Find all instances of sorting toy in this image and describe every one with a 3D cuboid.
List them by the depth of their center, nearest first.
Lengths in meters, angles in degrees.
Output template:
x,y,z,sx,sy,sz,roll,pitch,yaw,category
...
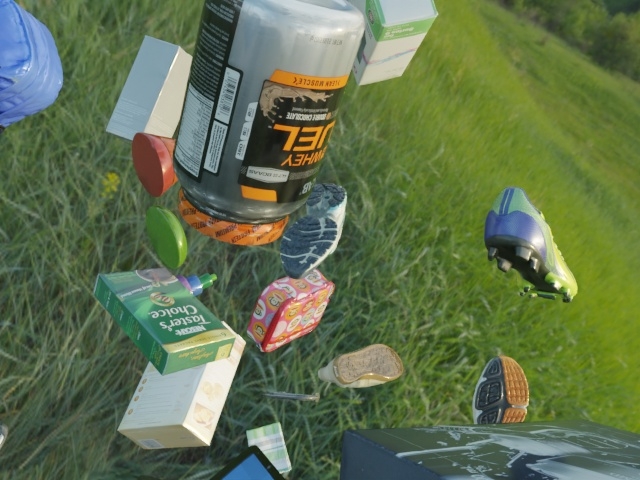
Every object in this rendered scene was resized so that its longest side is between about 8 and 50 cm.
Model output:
x,y,z,sx,sy,sz,roll,pitch,yaw,category
-0.259,-0.045,1.248,0.126,0.365,0.127,-24,33,-34,sorting toy

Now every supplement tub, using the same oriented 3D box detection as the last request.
x,y,z,sx,sy,sz,roll,pitch,yaw,category
-0.083,-0.176,0.883,0.207,0.337,0.207,14,30,-8,supplement tub

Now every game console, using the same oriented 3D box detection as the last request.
x,y,z,sx,sy,sz,roll,pitch,yaw,category
-0.242,0.543,1.420,0.250,0.293,0.173,25,83,-23,game console

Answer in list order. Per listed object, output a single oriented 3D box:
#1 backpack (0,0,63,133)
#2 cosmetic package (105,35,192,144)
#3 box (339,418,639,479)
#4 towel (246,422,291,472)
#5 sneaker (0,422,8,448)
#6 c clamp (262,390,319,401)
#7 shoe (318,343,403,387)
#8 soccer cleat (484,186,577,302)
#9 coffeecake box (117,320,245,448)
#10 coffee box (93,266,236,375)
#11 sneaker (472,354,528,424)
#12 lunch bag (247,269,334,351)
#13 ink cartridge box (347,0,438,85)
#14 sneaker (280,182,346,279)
x,y,z,sx,sy,sz,roll,pitch,yaw,category
-0.278,-0.139,0.519,0.120,0.101,0.097,-18,84,1,backpack
-0.377,-0.327,1.472,0.107,0.237,0.127,19,-5,15,cosmetic package
0.225,0.262,0.488,0.313,0.343,0.178,5,86,-28,box
-0.161,0.651,1.996,0.113,0.023,0.151,-11,78,-16,towel
-0.742,0.432,1.270,0.132,0.086,0.228,48,65,-21,sneaker
-0.067,0.378,1.574,0.137,0.161,0.022,20,70,-49,c clamp
0.082,0.247,1.257,0.219,0.058,0.076,7,59,-48,shoe
0.331,0.014,0.981,0.289,0.094,0.121,34,64,-49,soccer cleat
-0.218,0.231,1.032,0.068,0.142,0.185,51,39,-34,coffeecake box
-0.212,0.102,0.876,0.113,0.040,0.184,-5,34,-47,coffee box
0.313,0.341,1.193,0.099,0.121,0.262,7,87,-3,sneaker
-0.102,0.235,2.082,0.120,0.258,0.293,39,32,24,lunch bag
0.095,-0.365,1.026,0.093,0.212,0.154,-15,83,-8,ink cartridge box
0.000,0.000,1.388,0.110,0.122,0.283,9,41,17,sneaker
